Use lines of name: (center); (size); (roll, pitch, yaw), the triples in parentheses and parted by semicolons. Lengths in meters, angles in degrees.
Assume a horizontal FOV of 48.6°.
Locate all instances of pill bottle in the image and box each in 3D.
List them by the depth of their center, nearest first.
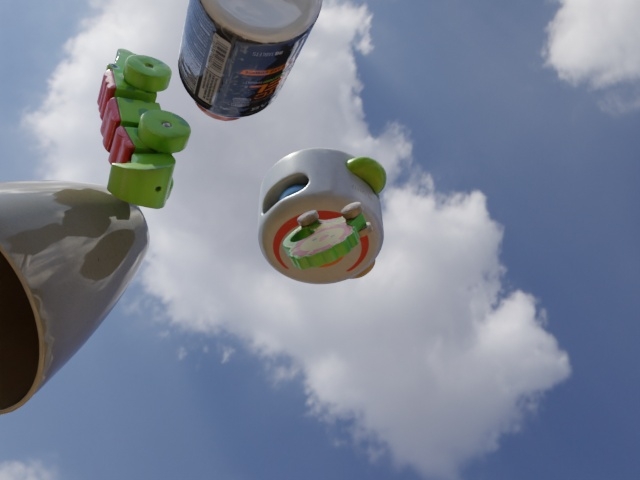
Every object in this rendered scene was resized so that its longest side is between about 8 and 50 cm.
pill bottle: (-0.091, -0.221, 0.798); (0.130, 0.130, 0.246); (38, -21, -4)

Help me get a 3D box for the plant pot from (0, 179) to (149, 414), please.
plant pot: (-0.341, 0.027, 0.859); (0.257, 0.274, 0.256); (9, -67, 20)

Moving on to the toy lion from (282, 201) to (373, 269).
toy lion: (0.000, 0.000, 0.719); (0.100, 0.096, 0.034); (-7, -65, 42)

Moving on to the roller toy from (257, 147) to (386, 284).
roller toy: (0.000, -0.030, 1.095); (0.191, 0.146, 0.209); (3, -46, -5)

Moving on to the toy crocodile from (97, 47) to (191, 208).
toy crocodile: (-0.254, -0.158, 0.960); (0.105, 0.340, 0.115); (5, -49, -30)
